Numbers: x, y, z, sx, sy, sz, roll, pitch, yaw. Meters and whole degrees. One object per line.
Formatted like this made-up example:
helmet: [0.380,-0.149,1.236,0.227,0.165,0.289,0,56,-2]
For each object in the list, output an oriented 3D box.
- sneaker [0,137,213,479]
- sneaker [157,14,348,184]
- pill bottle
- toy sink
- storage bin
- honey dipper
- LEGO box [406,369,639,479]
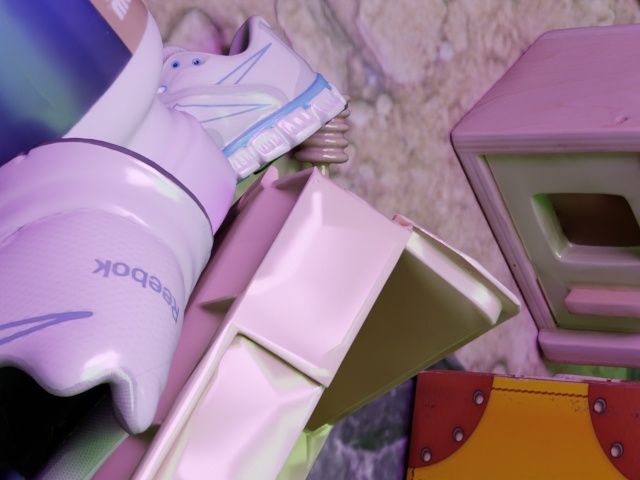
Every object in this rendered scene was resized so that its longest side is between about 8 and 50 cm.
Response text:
sneaker: [-0.160,0.087,0.723,0.111,0.297,0.129,34,29,-22]
sneaker: [-0.076,-0.049,0.950,0.191,0.071,0.083,-40,95,-36]
pill bottle: [-0.160,-0.086,0.776,0.264,0.153,0.153,52,57,-25]
toy sink: [0.207,-0.002,1.163,0.131,0.153,0.234,-47,123,-34]
storage bin: [-0.058,0.129,0.815,0.123,0.260,0.262,33,65,-8]
honey dipper: [0.000,0.000,1.041,0.030,0.030,0.160,-1,93,-45]
LEGO box: [0.219,0.344,1.150,0.372,0.193,0.500,12,82,-44]
